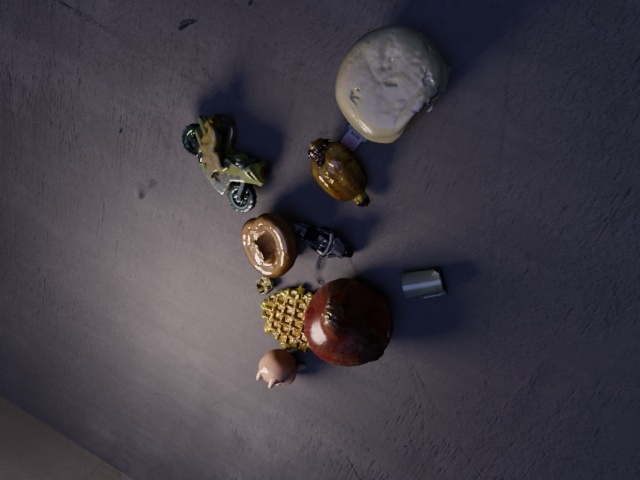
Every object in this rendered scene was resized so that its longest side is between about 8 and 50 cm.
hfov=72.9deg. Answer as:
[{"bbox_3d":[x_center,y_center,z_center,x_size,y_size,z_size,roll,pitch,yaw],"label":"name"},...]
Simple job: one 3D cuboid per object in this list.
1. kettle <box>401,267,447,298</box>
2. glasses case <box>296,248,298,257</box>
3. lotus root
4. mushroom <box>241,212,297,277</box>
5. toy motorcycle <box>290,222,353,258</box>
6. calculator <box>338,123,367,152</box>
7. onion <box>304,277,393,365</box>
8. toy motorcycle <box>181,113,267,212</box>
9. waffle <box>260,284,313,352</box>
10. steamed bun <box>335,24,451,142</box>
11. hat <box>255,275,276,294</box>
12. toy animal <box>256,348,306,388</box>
[{"bbox_3d":[0.387,0.169,1.619,0.147,0.098,0.127,-13,98,20],"label":"kettle"},{"bbox_3d":[-0.178,0.018,1.801,0.194,0.049,0.073,25,115,11],"label":"glasses case"},{"bbox_3d":[0.070,-0.242,1.568,0.169,0.141,0.314,-30,108,32],"label":"lotus root"},{"bbox_3d":[-0.203,0.014,1.691,0.278,0.146,0.278,20,124,33],"label":"mushroom"},{"bbox_3d":[0.000,0.000,1.672,0.270,0.159,0.106,26,94,9],"label":"toy motorcycle"},{"bbox_3d":[0.124,-0.375,1.567,0.094,0.019,0.141,43,117,5],"label":"calculator"},{"bbox_3d":[0.113,0.313,1.676,0.353,0.353,0.354,7,110,18],"label":"onion"},{"bbox_3d":[-0.363,-0.313,1.688,0.237,0.169,0.410,-39,92,26],"label":"toy motorcycle"},{"bbox_3d":[-0.108,0.347,1.882,0.324,0.068,0.302,-27,97,28],"label":"waffle"},{"bbox_3d":[0.217,-0.494,1.375,0.333,0.233,0.312,-37,91,18],"label":"steamed bun"},{"bbox_3d":[-0.234,0.193,1.880,0.077,0.059,0.076,-31,80,21],"label":"hat"},{"bbox_3d":[-0.181,0.552,1.889,0.166,0.250,0.154,32,84,17],"label":"toy animal"}]
